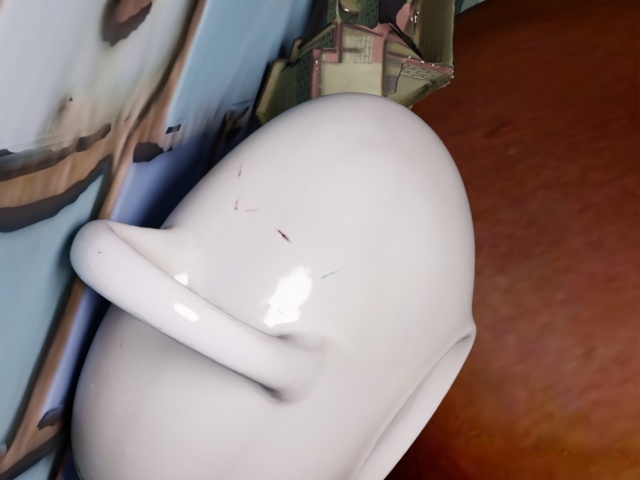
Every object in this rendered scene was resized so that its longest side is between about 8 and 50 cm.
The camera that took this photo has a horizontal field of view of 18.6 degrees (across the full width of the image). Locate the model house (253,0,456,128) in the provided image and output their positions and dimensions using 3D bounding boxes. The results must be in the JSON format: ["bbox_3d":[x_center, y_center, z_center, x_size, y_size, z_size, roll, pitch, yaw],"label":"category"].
[{"bbox_3d":[0.011,-0.064,0.635,0.058,0.057,0.083,156,-59,-62],"label":"model house"}]

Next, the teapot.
[{"bbox_3d":[-0.012,0.025,0.550,0.145,0.092,0.226,-57,168,0],"label":"teapot"}]

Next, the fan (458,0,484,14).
[{"bbox_3d":[0.092,-0.139,1.084,0.193,0.038,0.016,99,2,-52],"label":"fan"}]

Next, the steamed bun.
[{"bbox_3d":[0.114,0.062,0.729,0.379,0.248,0.235,-121,-166,-56],"label":"steamed bun"}]
